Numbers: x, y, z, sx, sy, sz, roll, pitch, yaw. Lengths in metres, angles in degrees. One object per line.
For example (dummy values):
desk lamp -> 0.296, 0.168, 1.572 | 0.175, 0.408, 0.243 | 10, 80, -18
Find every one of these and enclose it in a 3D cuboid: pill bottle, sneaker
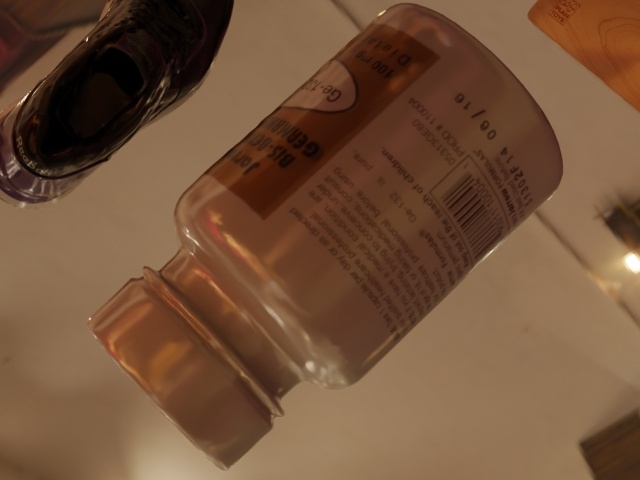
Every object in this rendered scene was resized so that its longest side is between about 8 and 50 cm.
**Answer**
pill bottle -> 0.000, 0.000, 0.580 | 0.131, 0.229, 0.131 | 45, 171, 9
sneaker -> -0.141, -0.139, 0.903 | 0.107, 0.124, 0.283 | 44, -118, -16

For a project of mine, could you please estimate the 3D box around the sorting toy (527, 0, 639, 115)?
sorting toy -> 0.359, -0.209, 0.993 | 0.089, 0.255, 0.257 | 29, -162, -48
